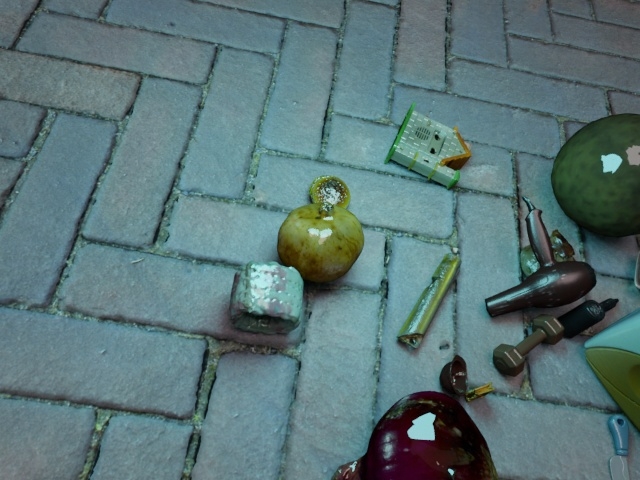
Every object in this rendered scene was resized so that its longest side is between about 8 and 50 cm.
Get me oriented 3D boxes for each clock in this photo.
[{"bbox_3d":[0.378,-0.313,1.740,0.255,0.106,0.220,27,62,0],"label":"clock"}]

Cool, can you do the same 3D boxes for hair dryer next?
[{"bbox_3d":[0.833,0.204,1.527,0.255,0.128,0.070,-17,64,-30],"label":"hair dryer"},{"bbox_3d":[0.608,0.039,1.503,0.312,0.123,0.341,-16,78,9],"label":"hair dryer"}]

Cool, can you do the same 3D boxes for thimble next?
[{"bbox_3d":[-0.145,0.150,1.333,0.185,0.211,0.149,-9,61,20],"label":"thimble"}]

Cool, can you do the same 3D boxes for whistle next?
[{"bbox_3d":[0.324,0.172,1.485,0.068,0.057,0.326,32,61,8],"label":"whistle"}]

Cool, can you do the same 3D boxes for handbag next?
[{"bbox_3d":[0.424,0.404,1.360,0.061,0.083,0.027,-14,64,-14],"label":"handbag"}]

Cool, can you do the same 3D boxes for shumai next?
[{"bbox_3d":[0.735,0.064,1.580,0.201,0.120,0.201,5,58,-9],"label":"shumai"}]

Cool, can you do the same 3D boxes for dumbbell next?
[{"bbox_3d":[0.591,0.296,1.448,0.230,0.082,0.092,-28,68,-22],"label":"dumbbell"}]

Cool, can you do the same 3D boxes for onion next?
[{"bbox_3d":[0.199,0.529,1.155,0.385,0.348,0.348,-14,59,22],"label":"onion"}]

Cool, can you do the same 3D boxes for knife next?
[{"bbox_3d":[0.798,0.592,1.358,0.058,0.032,0.244,14,64,-4],"label":"knife"}]

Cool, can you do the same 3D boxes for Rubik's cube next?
[{"bbox_3d":[0.992,0.314,1.353,0.351,0.352,0.347,-22,67,-18],"label":"Rubik's cube"}]

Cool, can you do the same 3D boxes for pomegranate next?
[{"bbox_3d":[0.000,0.000,1.426,0.248,0.248,0.248,4,61,-7],"label":"pomegranate"}]

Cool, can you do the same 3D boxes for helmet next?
[{"bbox_3d":[0.355,0.369,1.383,0.089,0.057,0.111,43,46,-25],"label":"helmet"}]

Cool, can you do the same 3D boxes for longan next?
[{"bbox_3d":[0.943,-0.203,1.611,0.391,0.391,0.391,4,61,-7],"label":"longan"}]

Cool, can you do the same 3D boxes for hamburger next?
[{"bbox_3d":[0.029,-0.141,1.592,0.126,0.081,0.141,-7,64,-13],"label":"hamburger"}]

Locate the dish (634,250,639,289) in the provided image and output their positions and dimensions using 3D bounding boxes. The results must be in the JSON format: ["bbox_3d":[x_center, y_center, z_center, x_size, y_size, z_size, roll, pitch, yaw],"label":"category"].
[{"bbox_3d":[1.114,0.137,1.615,0.234,0.064,0.154,20,60,16],"label":"dish"}]
